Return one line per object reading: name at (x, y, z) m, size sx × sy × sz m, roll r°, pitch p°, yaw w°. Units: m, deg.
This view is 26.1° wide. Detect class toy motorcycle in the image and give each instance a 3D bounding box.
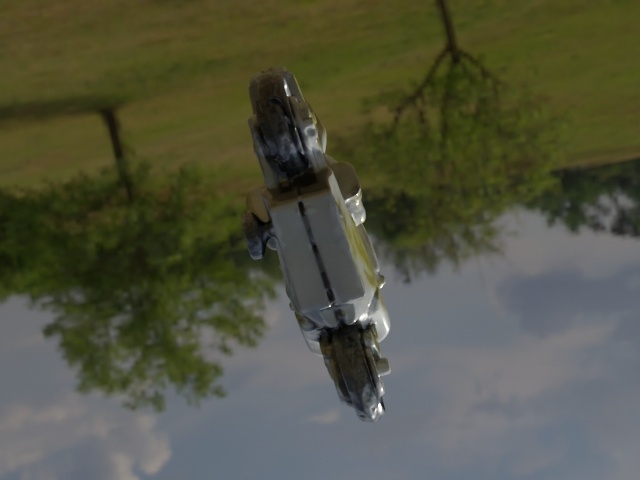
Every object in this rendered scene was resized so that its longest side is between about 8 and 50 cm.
toy motorcycle at (0.000, 0.000, 0.882) m, size 0.074 × 0.229 × 0.151 m, roll -19°, pitch -172°, yaw 5°
